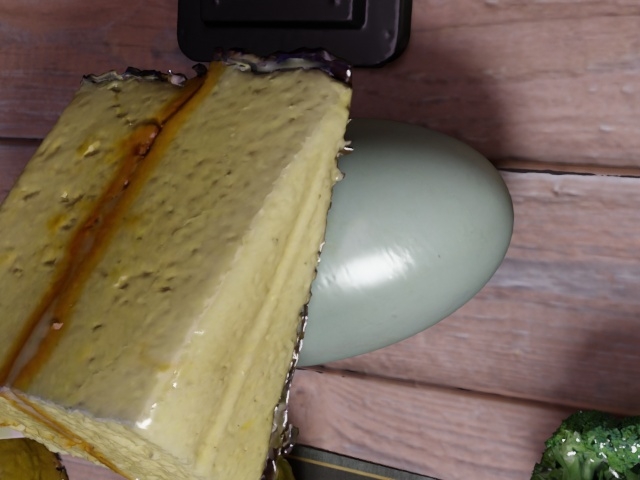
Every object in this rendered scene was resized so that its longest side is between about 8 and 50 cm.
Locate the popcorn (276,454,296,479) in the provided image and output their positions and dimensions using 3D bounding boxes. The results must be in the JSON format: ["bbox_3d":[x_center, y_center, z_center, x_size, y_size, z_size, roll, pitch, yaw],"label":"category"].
[{"bbox_3d":[-0.104,0.293,1.092,0.184,0.221,0.204,24,76,-7],"label":"popcorn"}]

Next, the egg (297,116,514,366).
[{"bbox_3d":[0.000,0.000,1.012,0.371,0.230,0.229,-9,89,28],"label":"egg"}]

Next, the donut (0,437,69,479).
[{"bbox_3d":[-0.444,0.302,1.359,0.272,0.107,0.271,1,91,30],"label":"donut"}]

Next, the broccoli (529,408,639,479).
[{"bbox_3d":[0.245,0.266,0.872,0.270,0.270,0.269,24,120,50],"label":"broccoli"}]

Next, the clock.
[{"bbox_3d":[-0.032,-0.318,1.114,0.274,0.049,0.278,6,96,29],"label":"clock"}]

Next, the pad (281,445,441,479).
[{"bbox_3d":[-0.004,0.412,1.136,0.315,0.063,0.375,7,96,30],"label":"pad"}]

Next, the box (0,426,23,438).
[{"bbox_3d":[-0.264,0.171,1.205,0.261,0.175,0.062,-9,90,31],"label":"box"}]

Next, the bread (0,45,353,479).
[{"bbox_3d":[-0.139,0.034,0.957,0.346,0.242,0.404,23,81,36],"label":"bread"}]
